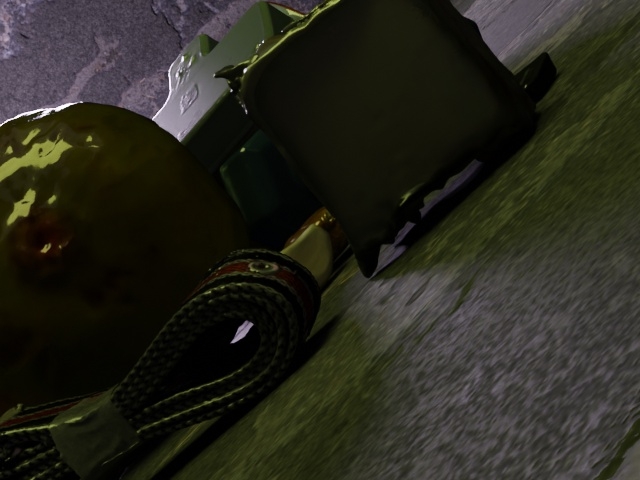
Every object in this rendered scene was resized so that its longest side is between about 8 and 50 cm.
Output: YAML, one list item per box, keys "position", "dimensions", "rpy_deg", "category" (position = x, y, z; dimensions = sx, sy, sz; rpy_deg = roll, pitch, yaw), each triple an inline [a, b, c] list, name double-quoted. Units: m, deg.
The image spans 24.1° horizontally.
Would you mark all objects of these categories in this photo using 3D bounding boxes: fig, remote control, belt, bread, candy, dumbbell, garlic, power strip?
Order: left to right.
- position: [-0.221, 0.036, 1.469]
  dimensions: [0.343, 0.343, 0.343]
  rpy_deg: [-44, 5, 5]
  category: "fig"
- position: [-0.145, 0.133, 1.164]
  dimensions: [0.359, 0.126, 0.094]
  rpy_deg: [-36, -1, 23]
  category: "belt"
- position: [-0.124, -0.154, 1.650]
  dimensions: [0.265, 0.059, 0.194]
  rpy_deg: [-46, 29, 22]
  category: "power strip"
- position: [-0.018, 0.025, 1.325]
  dimensions: [0.083, 0.053, 0.041]
  rpy_deg: [-45, 4, -25]
  category: "garlic"
- position: [0.000, 0.000, 1.392]
  dimensions: [0.083, 0.046, 0.081]
  rpy_deg: [-44, -2, -41]
  category: "bread"
- position: [0.035, -0.105, 1.480]
  dimensions: [0.143, 0.156, 0.316]
  rpy_deg: [-11, -17, -38]
  category: "dumbbell"
- position: [0.045, -0.109, 1.155]
  dimensions: [0.185, 0.195, 0.137]
  rpy_deg: [-39, 8, 13]
  category: "candy"
- position: [0.113, -0.080, 1.310]
  dimensions: [0.245, 0.025, 0.063]
  rpy_deg: [-39, 8, 42]
  category: "remote control"

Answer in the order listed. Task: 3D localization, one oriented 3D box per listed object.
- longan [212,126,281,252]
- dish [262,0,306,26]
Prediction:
- position: [-0.118, -0.050, 1.809]
  dimensions: [0.246, 0.215, 0.246]
  rpy_deg: [-47, -17, -19]
  category: "longan"
- position: [0.017, -0.176, 1.747]
  dimensions: [0.256, 0.256, 0.117]
  rpy_deg: [-113, 47, -85]
  category: "dish"
